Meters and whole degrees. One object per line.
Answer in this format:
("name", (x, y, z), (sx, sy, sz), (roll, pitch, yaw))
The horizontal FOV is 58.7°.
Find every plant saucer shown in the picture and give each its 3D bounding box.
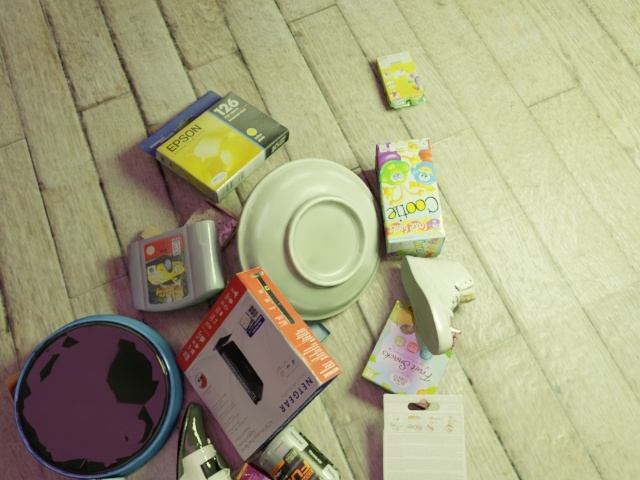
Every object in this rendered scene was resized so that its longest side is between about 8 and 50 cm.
("plant saucer", (0.000, 0.000, 1.366), (0.400, 0.100, 0.401), (-1, 93, -26))
("plant saucer", (-0.061, 0.278, 1.429), (0.192, 0.018, 0.067), (-43, 73, -12))

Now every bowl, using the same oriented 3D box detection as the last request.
("bowl", (-0.530, 0.371, 1.358), (0.391, 0.077, 0.391), (1, 78, -4))

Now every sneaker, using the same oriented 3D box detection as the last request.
("sneaker", (0.306, 0.143, 1.353), (0.169, 0.108, 0.293), (2, 42, -10))
("sneaker", (-0.260, 0.541, 1.309), (0.146, 0.122, 0.331), (2, 68, -15))

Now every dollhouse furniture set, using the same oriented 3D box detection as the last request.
("dollhouse furniture set", (-0.262, -0.054, 1.481), (0.355, 0.174, 0.303), (32, 75, 14))

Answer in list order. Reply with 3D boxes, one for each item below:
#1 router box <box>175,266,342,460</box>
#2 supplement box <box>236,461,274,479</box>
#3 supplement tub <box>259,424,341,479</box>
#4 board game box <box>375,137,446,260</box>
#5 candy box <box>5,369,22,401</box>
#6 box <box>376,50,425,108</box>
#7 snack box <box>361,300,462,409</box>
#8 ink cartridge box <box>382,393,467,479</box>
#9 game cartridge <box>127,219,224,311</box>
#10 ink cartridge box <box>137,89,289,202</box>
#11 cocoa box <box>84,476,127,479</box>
("router box", (-0.154, 0.282, 1.294), (0.301, 0.082, 0.335), (49, 122, 18))
("supplement box", (-0.145, 0.553, 1.315), (0.083, 0.055, 0.043), (28, 74, 12))
("supplement tub", (-0.036, 0.524, 1.285), (0.190, 0.117, 0.117), (40, 77, 16))
("board game box", (0.226, -0.105, 1.479), (0.142, 0.144, 0.275), (-6, 69, 2))
("candy box", (-0.675, 0.348, 1.428), (0.186, 0.053, 0.109), (-31, 72, -6))
("box", (0.235, -0.463, 1.663), (0.105, 0.043, 0.179), (-13, 67, -1))
("snack box", (0.220, 0.278, 1.381), (0.174, 0.070, 0.207), (24, 75, 11))
("ink cartridge box", (0.237, 0.473, 1.303), (0.189, 0.066, 0.232), (0, 74, 5))
("game cartridge", (-0.370, 0.076, 1.425), (0.294, 0.060, 0.196), (-15, 82, 30))
("ink cartridge box", (-0.297, -0.288, 1.588), (0.307, 0.072, 0.303), (36, 62, 13))
("cocoa box", (-0.530, 0.706, 1.195), (0.347, 0.228, 0.231), (-40, 72, -10))
